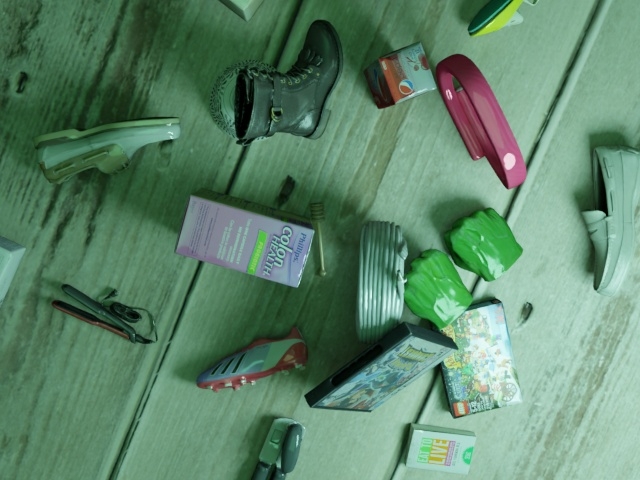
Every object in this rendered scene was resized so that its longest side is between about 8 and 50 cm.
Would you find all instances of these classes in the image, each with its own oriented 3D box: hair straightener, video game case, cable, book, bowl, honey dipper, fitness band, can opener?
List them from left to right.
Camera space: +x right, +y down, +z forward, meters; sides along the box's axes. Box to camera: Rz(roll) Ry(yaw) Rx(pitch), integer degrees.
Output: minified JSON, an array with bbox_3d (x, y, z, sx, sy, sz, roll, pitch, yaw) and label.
[{"bbox_3d":[-0.442,0.150,1.562,0.230,0.047,0.089,29,96,-7],"label":"hair straightener"},{"bbox_3d":[-0.144,-0.283,1.503,0.170,0.080,0.170,0,98,-2],"label":"bowl"},{"bbox_3d":[-0.111,0.518,1.606,0.076,0.095,0.284,21,96,-5],"label":"can opener"},{"bbox_3d":[0.000,0.000,1.577,0.030,0.030,0.161,-7,102,-2],"label":"honey dipper"},{"bbox_3d":[0.116,0.088,1.481,0.089,0.257,0.257,4,114,2],"label":"cable"},{"bbox_3d":[0.131,0.263,1.489,0.248,0.275,0.035,-39,62,15],"label":"video game case"},{"bbox_3d":[0.266,0.467,1.654,0.144,0.035,0.096,8,101,-5],"label":"book"},{"bbox_3d":[0.319,-0.234,1.469,0.054,0.209,0.291,-29,99,0],"label":"fitness band"}]

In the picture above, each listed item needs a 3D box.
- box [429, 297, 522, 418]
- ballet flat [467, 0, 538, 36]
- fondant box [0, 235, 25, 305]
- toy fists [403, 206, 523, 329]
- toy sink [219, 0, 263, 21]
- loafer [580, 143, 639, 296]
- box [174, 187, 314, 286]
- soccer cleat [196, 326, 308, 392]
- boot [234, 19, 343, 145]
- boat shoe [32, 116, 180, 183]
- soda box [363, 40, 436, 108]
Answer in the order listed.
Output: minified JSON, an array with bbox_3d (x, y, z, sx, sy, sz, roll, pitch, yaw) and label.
[{"bbox_3d":[0.339,0.258,1.620,0.159,0.044,0.233,-14,98,-1],"label":"box"},{"bbox_3d":[0.399,-0.491,1.511,0.077,0.077,0.231,37,93,-24],"label":"ballet flat"},{"bbox_3d":[-0.811,0.055,1.507,0.330,0.096,0.238,26,96,-7],"label":"fondant box"},{"bbox_3d":[0.285,0.048,1.554,0.279,0.096,0.142,-42,102,-5],"label":"toy fists"},{"bbox_3d":[-0.199,-0.555,1.428,0.234,0.153,0.131,36,94,-6],"label":"toy sink"},{"bbox_3d":[0.604,-0.043,1.567,0.111,0.112,0.320,7,90,1],"label":"loafer"},{"bbox_3d":[-0.147,-0.011,1.472,0.242,0.213,0.117,15,96,-6],"label":"box"},{"bbox_3d":[-0.148,0.258,1.587,0.248,0.083,0.095,-15,69,4],"label":"soccer cleat"},{"bbox_3d":[-0.067,-0.309,1.432,0.091,0.229,0.263,14,101,39],"label":"boot"},{"bbox_3d":[-0.421,-0.185,1.493,0.302,0.113,0.103,-8,99,9],"label":"boat shoe"},{"bbox_3d":[0.146,-0.311,1.422,0.083,0.263,0.092,-22,98,0],"label":"soda box"}]
